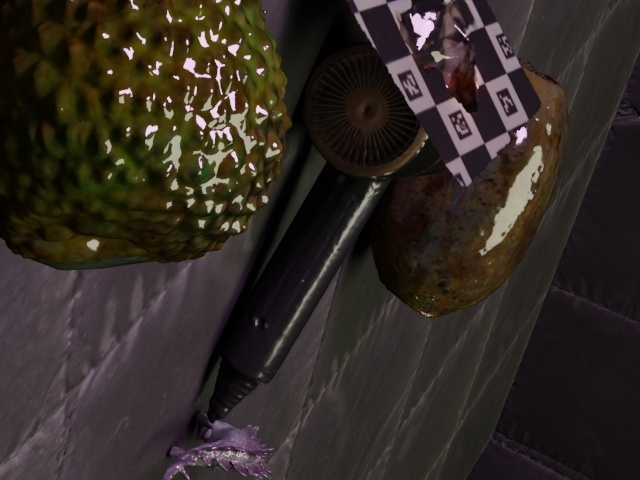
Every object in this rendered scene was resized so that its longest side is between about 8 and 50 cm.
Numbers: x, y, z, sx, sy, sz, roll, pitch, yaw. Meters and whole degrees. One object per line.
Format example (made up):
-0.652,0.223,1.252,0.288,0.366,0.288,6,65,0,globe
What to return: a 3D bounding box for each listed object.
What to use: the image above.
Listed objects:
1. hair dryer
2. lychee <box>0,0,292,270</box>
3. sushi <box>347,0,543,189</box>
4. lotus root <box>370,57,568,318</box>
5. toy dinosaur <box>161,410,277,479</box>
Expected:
0.000,0.000,1.327,0.352,0.107,0.189,-59,166,13,hair dryer
-0.089,-0.071,0.736,0.171,0.171,0.171,-57,165,-25,lychee
0.069,-0.151,1.173,0.040,0.210,0.193,-25,-169,35,sushi
0.149,-0.053,1.605,0.152,0.160,0.274,-47,161,-79,lotus root
-0.082,0.177,1.345,0.209,0.082,0.039,-10,118,-71,toy dinosaur
